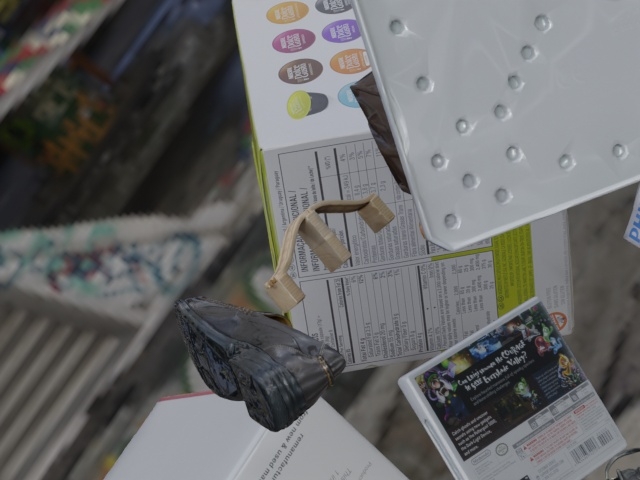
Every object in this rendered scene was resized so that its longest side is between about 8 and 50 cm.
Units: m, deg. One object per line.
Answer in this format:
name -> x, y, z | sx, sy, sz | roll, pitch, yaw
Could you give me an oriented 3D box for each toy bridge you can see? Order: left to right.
toy bridge -> 0.000, 0.000, 1.765 | 0.026, 0.063, 0.188 | -39, 1, 44

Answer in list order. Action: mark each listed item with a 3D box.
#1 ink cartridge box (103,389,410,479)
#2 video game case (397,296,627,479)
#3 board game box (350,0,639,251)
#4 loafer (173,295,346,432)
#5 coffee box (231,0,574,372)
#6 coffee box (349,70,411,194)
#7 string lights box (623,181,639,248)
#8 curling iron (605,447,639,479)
ink cartridge box -> 0.001, 0.319, 1.775 | 0.279, 0.385, 0.160 | -16, 35, 55
video game case -> 0.185, 0.166, 1.763 | 0.190, 0.173, 0.022 | -28, -5, -35
board game box -> 0.185, -0.236, 1.305 | 0.390, 0.389, 0.050 | -20, 8, -18
loafer -> -0.044, 0.073, 1.228 | 0.061, 0.062, 0.170 | -28, 32, -20
coffee box -> 0.093, -0.092, 2.168 | 0.334, 0.338, 0.337 | -10, 38, -1
coffee box -> 0.198, -0.154, 1.581 | 0.297, 0.119, 0.168 | -37, 28, -15
string lights box -> 0.440, -0.004, 1.874 | 0.077, 0.260, 0.133 | -18, -48, -39
curling iron -> 0.178, 0.253, 1.455 | 0.274, 0.068, 0.035 | -46, 47, 21
